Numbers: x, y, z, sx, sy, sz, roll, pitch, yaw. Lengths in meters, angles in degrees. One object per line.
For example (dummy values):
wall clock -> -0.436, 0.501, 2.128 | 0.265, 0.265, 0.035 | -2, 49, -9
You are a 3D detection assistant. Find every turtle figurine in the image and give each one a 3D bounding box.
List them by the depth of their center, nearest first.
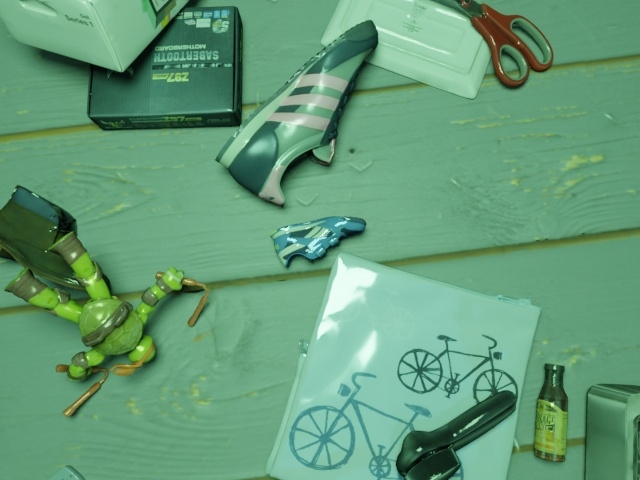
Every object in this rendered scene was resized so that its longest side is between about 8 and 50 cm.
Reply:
turtle figurine -> -0.303, 0.110, 0.671 | 0.269, 0.087, 0.217 | -41, 112, 0

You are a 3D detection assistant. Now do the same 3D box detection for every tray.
tray -> 0.149, -0.341, 0.814 | 0.270, 0.030, 0.145 | 22, 80, 6

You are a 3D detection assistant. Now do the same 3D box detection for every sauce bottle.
sauce bottle -> 0.321, 0.237, 0.695 | 0.042, 0.042, 0.128 | 7, 77, 3

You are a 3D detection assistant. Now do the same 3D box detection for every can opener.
can opener -> 0.180, 0.256, 0.655 | 0.186, 0.059, 0.073 | -28, 54, -14

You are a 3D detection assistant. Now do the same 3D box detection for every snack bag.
snack bag -> 0.119, 0.207, 0.708 | 0.322, 0.037, 0.343 | 15, 81, 4

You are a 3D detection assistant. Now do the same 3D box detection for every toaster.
toaster -> 0.448, 0.272, 0.649 | 0.167, 0.110, 0.186 | 7, 79, 2

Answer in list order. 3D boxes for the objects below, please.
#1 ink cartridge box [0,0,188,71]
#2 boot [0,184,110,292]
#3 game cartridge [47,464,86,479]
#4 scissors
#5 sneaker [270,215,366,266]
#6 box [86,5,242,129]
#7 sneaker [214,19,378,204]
ink cartridge box -> -0.315, -0.399, 0.741 | 0.201, 0.117, 0.278 | 19, 61, 13
boot -> -0.393, -0.001, 0.739 | 0.219, 0.082, 0.106 | 22, 83, 7
game cartridge -> -0.350, 0.363, 0.702 | 0.056, 0.017, 0.083 | -38, 81, -2
scissors -> 0.246, -0.367, 0.786 | 0.109, 0.021, 0.297 | -45, 94, -10
sneaker -> 0.000, 0.000, 0.744 | 0.144, 0.053, 0.059 | -13, 78, 8
box -> -0.242, -0.273, 0.797 | 0.232, 0.059, 0.184 | -1, 80, 2
sneaker -> -0.006, -0.191, 0.765 | 0.319, 0.112, 0.131 | -45, 98, -4
